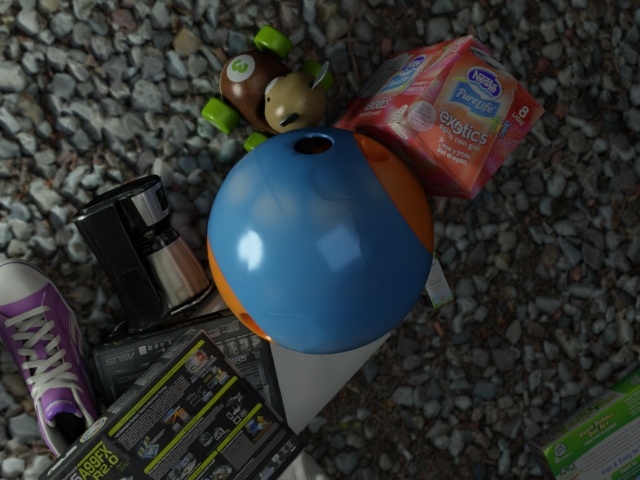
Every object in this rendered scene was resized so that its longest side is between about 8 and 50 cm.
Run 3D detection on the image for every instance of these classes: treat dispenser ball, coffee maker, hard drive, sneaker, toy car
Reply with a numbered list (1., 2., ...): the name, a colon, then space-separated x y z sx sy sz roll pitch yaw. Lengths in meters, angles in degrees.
1. treat dispenser ball: 0.000 0.000 1.300 0.288 0.288 0.288 -2 97 -18
2. coffee maker: -0.252 0.024 1.360 0.171 0.120 0.178 -30 103 -12
3. hard drive: -0.098 0.182 1.465 0.353 0.047 0.233 -46 107 -7
4. sneaker: -0.346 0.159 1.324 0.102 0.161 0.282 -25 102 -12
5. toy car: -0.050 -0.193 1.363 0.149 0.188 0.155 37 84 -18

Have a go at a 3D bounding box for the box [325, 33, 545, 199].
1. box: 0.142 -0.160 1.370 0.142 0.300 0.154 42 82 -15

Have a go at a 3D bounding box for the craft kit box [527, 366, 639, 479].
1. craft kit box: 0.492 0.370 1.673 0.250 0.061 0.246 -29 106 -13

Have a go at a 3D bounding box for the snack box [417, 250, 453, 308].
1. snack box: 0.130 0.038 1.472 0.037 0.141 0.100 -26 103 -14

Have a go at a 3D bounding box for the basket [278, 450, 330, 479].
1. basket: -0.048 0.513 1.348 0.331 0.328 0.266 -36 119 -9

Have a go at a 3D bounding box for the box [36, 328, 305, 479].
1. box: -0.181 0.280 1.297 0.270 0.060 0.216 -46 104 -22

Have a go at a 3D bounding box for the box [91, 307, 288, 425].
1. box: -0.173 0.202 1.387 0.233 0.059 0.183 -15 100 -16
